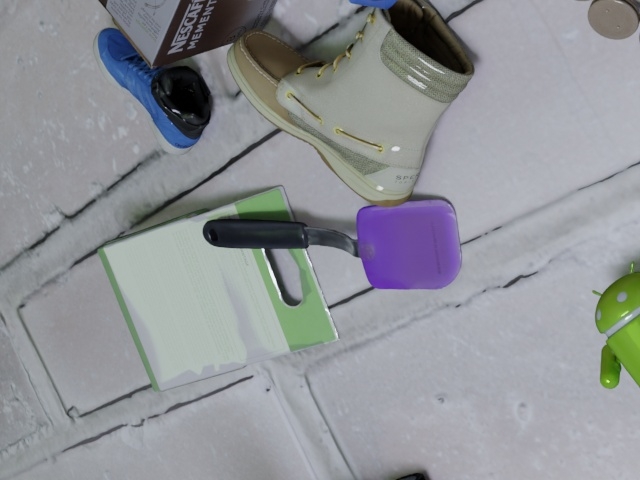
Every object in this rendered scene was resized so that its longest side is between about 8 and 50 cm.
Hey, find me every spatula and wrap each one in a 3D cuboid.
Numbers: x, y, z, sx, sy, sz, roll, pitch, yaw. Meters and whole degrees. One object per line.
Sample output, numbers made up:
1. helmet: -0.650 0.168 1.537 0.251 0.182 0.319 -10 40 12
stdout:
1. spatula: 0.000 0.000 1.215 0.296 0.030 0.084 4 112 40

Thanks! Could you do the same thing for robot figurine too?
1. robot figurine: 0.253 0.073 0.975 0.101 0.067 0.115 -44 75 37

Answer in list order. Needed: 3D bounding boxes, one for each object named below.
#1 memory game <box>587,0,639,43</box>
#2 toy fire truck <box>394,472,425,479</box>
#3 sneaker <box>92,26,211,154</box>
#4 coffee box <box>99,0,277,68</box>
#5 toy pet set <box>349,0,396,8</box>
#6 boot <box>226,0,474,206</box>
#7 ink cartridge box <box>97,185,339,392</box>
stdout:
1. memory game: 0.234 -0.188 0.848 0.186 0.012 0.186 19 145 14
2. toy fire truck: -0.018 0.319 1.243 0.217 0.246 0.158 -24 91 49
3. sneaker: -0.164 -0.165 1.303 0.152 0.058 0.084 56 144 4
4. coffee box: -0.082 -0.277 1.101 0.098 0.141 0.246 51 137 17
5. toy pet set: 0.037 -0.246 1.021 0.065 0.122 0.114 77 168 -66
6. boot: 0.023 -0.151 1.102 0.213 0.077 0.165 43 135 17
7. ink cartridge box: -0.100 0.049 1.349 0.235 0.056 0.171 -18 96 25
